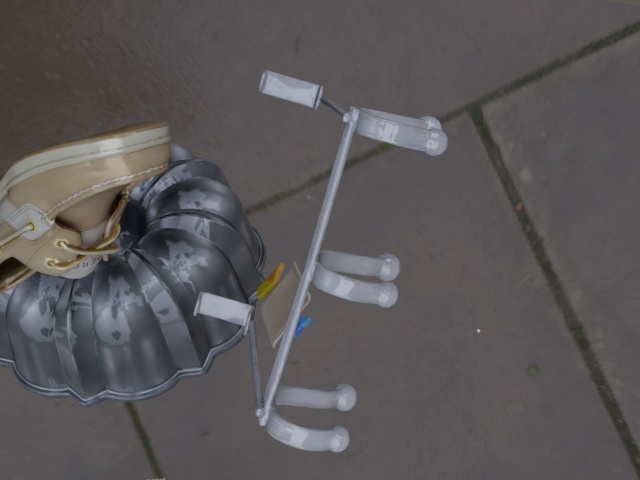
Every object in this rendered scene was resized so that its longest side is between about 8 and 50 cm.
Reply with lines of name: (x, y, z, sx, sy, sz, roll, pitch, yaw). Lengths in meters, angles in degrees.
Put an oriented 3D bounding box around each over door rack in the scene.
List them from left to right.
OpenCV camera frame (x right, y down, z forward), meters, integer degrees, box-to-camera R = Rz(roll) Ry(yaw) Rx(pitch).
over door rack: (0.000, 0.000, 0.902, 0.108, 0.324, 0.240, 15, 99, -18)

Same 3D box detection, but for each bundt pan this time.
bundt pan: (-0.224, 0.008, 1.229, 0.330, 0.124, 0.331, -3, 48, 3)

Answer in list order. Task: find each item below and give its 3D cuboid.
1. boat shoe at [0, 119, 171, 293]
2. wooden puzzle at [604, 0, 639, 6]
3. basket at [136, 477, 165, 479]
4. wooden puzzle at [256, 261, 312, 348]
boat shoe: (-0.120, -0.011, 0.533, 0.170, 0.063, 0.059, -18, 91, 47)
wooden puzzle: (0.264, -0.152, 0.529, 0.347, 0.322, 0.081, 8, 101, 34)
basket: (-0.172, 0.337, 1.161, 0.167, 0.103, 0.113, 45, 107, 24)
wooden puzzle: (-0.035, 0.066, 1.168, 0.014, 0.116, 0.078, 25, 118, -28)
